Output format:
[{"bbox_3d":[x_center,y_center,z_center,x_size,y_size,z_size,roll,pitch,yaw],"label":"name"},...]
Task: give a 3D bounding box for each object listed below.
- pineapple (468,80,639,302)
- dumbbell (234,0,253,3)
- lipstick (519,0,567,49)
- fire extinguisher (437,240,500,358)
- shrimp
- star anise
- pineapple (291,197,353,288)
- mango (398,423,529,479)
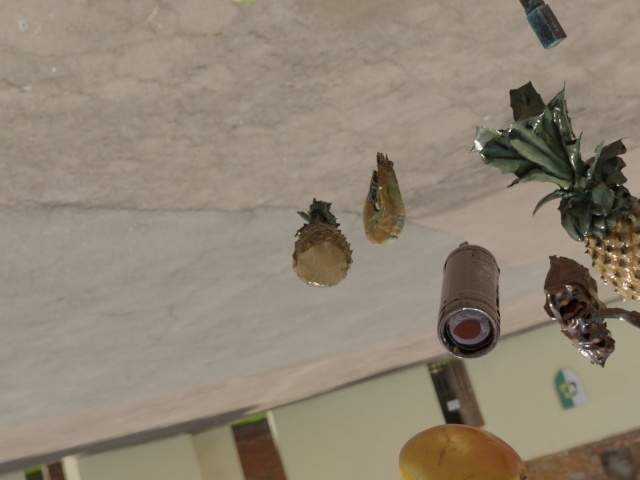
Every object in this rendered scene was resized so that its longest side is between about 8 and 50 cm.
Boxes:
[{"bbox_3d":[0.279,-0.045,0.890,0.130,0.277,0.119,-32,-156,39],"label":"pineapple"},{"bbox_3d":[-0.135,-0.458,1.075,0.108,0.301,0.121,-33,-172,-42],"label":"dumbbell"},{"bbox_3d":[0.530,-0.640,2.158,0.051,0.312,0.051,-24,173,-32],"label":"lipstick"},{"bbox_3d":[0.274,0.093,1.483,0.102,0.138,0.344,-29,-166,21],"label":"fire extinguisher"},{"bbox_3d":[0.163,-0.111,2.220,0.061,0.267,0.145,9,160,-39],"label":"shrimp"},{"bbox_3d":[0.572,0.173,1.705,0.148,0.346,0.237,-51,157,3],"label":"star anise"},{"bbox_3d":[0.001,-0.001,1.734,0.128,0.128,0.248,-18,-155,6],"label":"pineapple"},{"bbox_3d":[0.193,0.327,1.170,0.219,0.144,0.112,15,156,51],"label":"mango"}]
